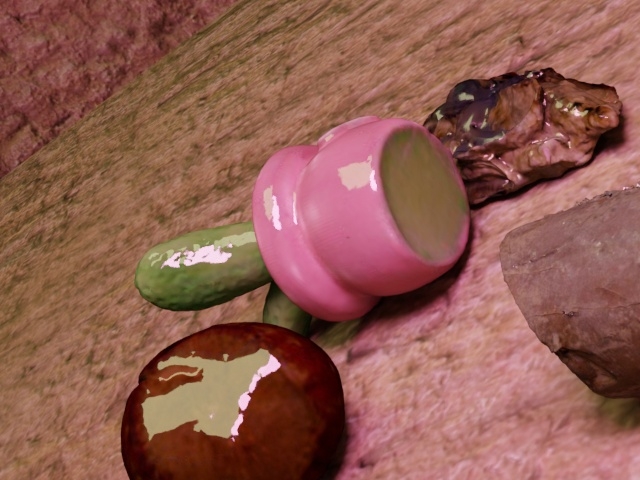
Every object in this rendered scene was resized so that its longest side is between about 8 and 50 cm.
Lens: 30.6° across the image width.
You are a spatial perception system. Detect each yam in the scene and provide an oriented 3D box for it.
[{"bbox_3d":[0.291,0.026,0.889,0.304,0.168,0.168,-20,33,42],"label":"yam"}]

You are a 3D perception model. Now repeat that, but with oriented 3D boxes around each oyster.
[{"bbox_3d":[0.199,-0.124,1.366,0.221,0.096,0.361,-53,23,-4],"label":"oyster"}]

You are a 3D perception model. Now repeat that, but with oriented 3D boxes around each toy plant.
[{"bbox_3d":[0.002,-0.006,1.365,0.356,0.211,0.317,-29,-5,37],"label":"toy plant"}]

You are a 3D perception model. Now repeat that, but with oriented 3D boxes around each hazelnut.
[{"bbox_3d":[-0.082,0.197,1.178,0.234,0.218,0.218,-22,27,2],"label":"hazelnut"}]
